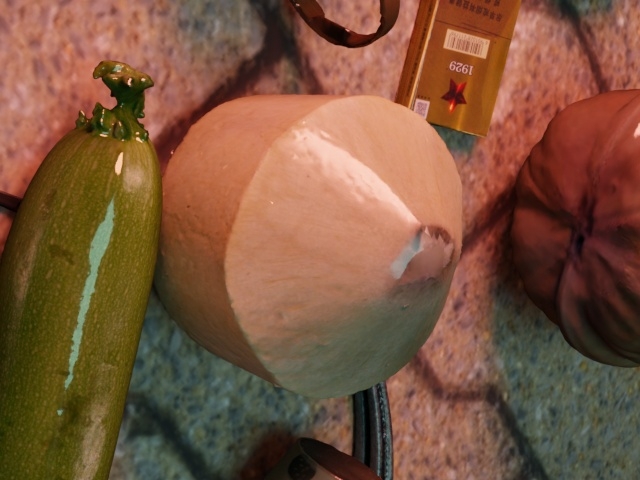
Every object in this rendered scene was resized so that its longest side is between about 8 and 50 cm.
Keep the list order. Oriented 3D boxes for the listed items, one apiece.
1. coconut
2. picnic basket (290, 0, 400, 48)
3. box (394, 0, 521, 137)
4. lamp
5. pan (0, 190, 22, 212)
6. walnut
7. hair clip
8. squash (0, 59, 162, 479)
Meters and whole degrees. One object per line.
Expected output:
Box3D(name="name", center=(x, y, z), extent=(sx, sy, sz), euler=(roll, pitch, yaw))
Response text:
Box3D(name="coconut", center=(0.000, 0.000, 0.862), extent=(0.202, 0.222, 0.202), euler=(-7, 102, -35))
Box3D(name="picnic basket", center=(-0.005, -0.211, 0.856), extent=(0.138, 0.128, 0.178), euler=(-29, 116, -23))
Box3D(name="box", center=(0.112, -0.155, 1.026), extent=(0.090, 0.023, 0.133), euler=(9, 98, -36))
Box3D(name="lamp", center=(-0.033, 0.263, 0.981), extent=(0.121, 0.121, 0.214), euler=(27, 96, -38))
Box3D(name="pan", center=(-0.228, -0.037, 0.810), extent=(0.115, 0.023, 0.068), euler=(23, 88, -38))
Box3D(name="walnut", center=(0.285, -0.013, 1.051), extent=(0.248, 0.248, 0.248), euler=(-11, 109, -34))
Box3D(name="hair clip", center=(0.032, 0.190, 1.060), extent=(0.083, 0.048, 0.275), euler=(-3, 100, -34))
Box3D(name="squash", center=(-0.169, 0.070, 0.837), extent=(0.101, 0.101, 0.378), euler=(9, 100, -37))
